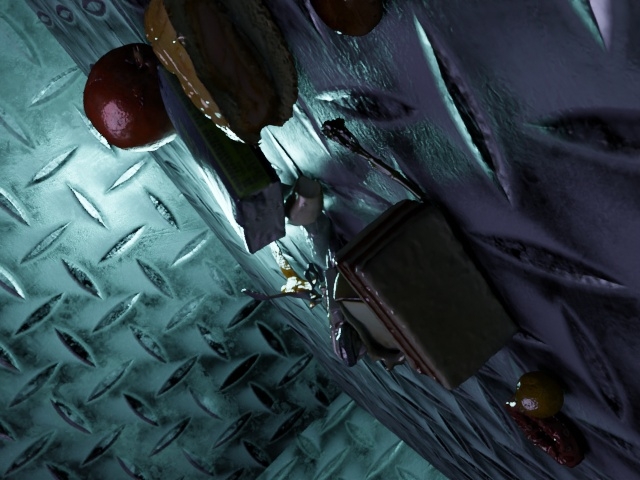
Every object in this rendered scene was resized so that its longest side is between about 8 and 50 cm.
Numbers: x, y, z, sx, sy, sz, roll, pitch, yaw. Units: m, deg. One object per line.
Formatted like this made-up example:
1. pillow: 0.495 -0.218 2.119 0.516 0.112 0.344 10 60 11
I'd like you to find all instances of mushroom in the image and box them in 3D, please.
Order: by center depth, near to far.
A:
1. mushroom: 0.024 -0.300 0.841 0.123 0.052 0.123 40 164 14
2. mushroom: 0.181 0.144 1.527 0.217 0.212 0.292 -7 130 20
3. mushroom: -0.071 -0.093 1.676 0.123 0.095 0.351 67 162 -8

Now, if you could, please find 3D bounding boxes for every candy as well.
1. candy: 0.183 0.094 1.205 0.321 0.179 0.135 52 167 -24

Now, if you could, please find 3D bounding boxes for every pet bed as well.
1. pet bed: 0.477 0.403 1.475 0.201 0.053 0.201 47 172 8

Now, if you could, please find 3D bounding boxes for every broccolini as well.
1. broccolini: 0.085 -0.132 1.168 0.218 0.042 0.044 43 167 12

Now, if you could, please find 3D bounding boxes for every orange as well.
1. orange: 0.407 0.287 1.288 0.095 0.085 0.085 44 171 -38

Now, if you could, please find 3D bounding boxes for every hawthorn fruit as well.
1. hawthorn fruit: -0.462 -0.381 1.749 0.276 0.276 0.307 47 153 3

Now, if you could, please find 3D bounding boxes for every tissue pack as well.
1. tissue pack: -0.220 -0.196 1.578 0.394 0.124 0.288 57 167 22

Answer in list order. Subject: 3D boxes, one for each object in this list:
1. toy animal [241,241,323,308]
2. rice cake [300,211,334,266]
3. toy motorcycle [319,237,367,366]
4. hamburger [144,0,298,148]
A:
1. toy animal: -0.065 0.142 2.391 0.284 0.225 0.302 6 155 40
2. rice cake: 0.000 0.000 1.773 0.063 0.069 0.206 41 164 25
3. toy motorcycle: 0.064 0.167 1.700 0.223 0.108 0.341 68 -167 -58
4. hamburger: -0.183 -0.334 1.161 0.209 0.162 0.330 37 166 47
